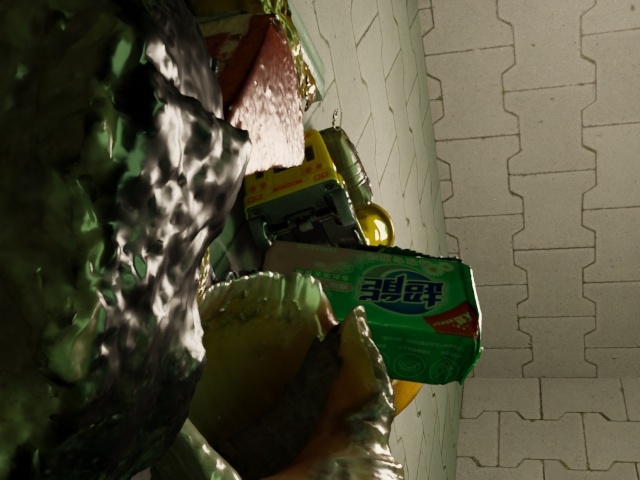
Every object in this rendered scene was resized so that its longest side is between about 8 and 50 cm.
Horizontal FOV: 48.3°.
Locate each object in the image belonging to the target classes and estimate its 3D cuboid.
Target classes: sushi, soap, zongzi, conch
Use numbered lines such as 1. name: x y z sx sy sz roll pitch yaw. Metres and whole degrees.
1. sushi: -0.165 -0.013 0.417 0.171 0.211 0.350 37 61 -76
2. soap: 0.053 0.090 0.884 0.218 0.273 0.098 -85 -177 -53
3. zongzi: 0.029 -0.156 1.363 0.178 0.081 0.189 -112 180 -75
4. conch: -0.052 0.191 0.659 0.297 0.210 0.352 44 22 -24

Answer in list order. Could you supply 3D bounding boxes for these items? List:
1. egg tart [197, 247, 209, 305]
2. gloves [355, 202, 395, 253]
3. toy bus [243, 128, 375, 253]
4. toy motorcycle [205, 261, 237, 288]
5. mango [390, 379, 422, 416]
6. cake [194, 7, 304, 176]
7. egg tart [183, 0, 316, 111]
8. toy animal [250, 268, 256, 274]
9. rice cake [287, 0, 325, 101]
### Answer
1. egg tart: -0.158 0.053 0.559 0.074 0.191 0.191 25 57 -32
2. gloves: 0.036 0.027 1.307 0.133 0.116 0.294 57 31 -4
3. toy bus: 0.000 0.000 1.058 0.330 0.144 0.152 63 11 -50
4. toy motorcycle: -0.140 0.061 0.714 0.114 0.076 0.205 -70 157 -43
5. mango: 0.145 0.234 1.450 0.199 0.201 0.350 48 41 -19
6. cake: -0.117 -0.078 0.675 0.159 0.158 0.262 70 26 -42
7. egg tart: -0.098 -0.282 0.855 0.297 0.132 0.297 -14 90 -84
8. toy animal: -0.077 0.063 0.998 0.050 0.028 0.084 -61 146 -46
9. rice cake: -0.036 -0.317 1.182 0.222 0.042 0.080 46 45 -64
